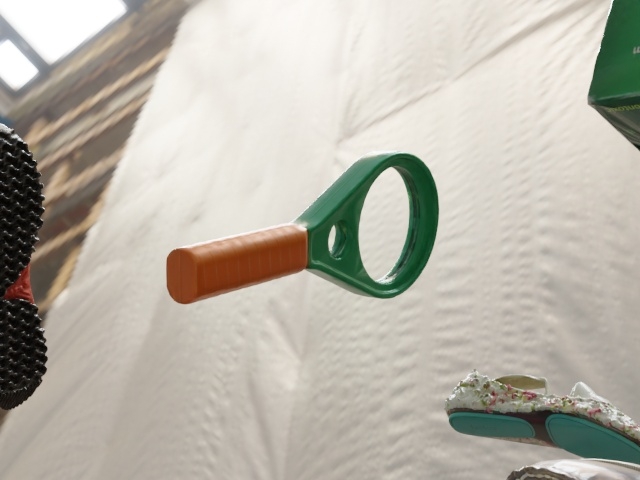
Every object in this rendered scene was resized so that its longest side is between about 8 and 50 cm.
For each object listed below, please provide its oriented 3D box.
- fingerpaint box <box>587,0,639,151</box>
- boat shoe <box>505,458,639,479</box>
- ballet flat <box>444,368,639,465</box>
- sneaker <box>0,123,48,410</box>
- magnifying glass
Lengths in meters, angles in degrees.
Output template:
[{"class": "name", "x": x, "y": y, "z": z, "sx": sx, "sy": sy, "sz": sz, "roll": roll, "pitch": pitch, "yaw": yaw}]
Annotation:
[{"class": "fingerpaint box", "x": 0.446, "y": -0.074, "z": 0.632, "sx": 0.445, "sy": 0.371, "sz": 0.163, "roll": -4, "pitch": -119, "yaw": 47}, {"class": "boat shoe", "x": 0.165, "y": 0.195, "z": 0.572, "sx": 0.324, "sy": 0.097, "sz": 0.116, "roll": -138, "pitch": -116, "yaw": -66}, {"class": "ballet flat", "x": 0.253, "y": 0.186, "z": 1.232, "sx": 0.241, "sy": 0.091, "sz": 0.077, "roll": 9, "pitch": -128, "yaw": 26}, {"class": "sneaker", "x": -0.199, "y": 0.014, "z": 0.629, "sx": 0.075, "sy": 0.161, "sz": 0.057, "roll": 7, "pitch": -163, "yaw": 26}, {"class": "magnifying glass", "x": 0.000, "y": 0.000, "z": 0.645, "sx": 0.026, "sy": 0.092, "sz": 0.231, "roll": 9, "pitch": -165, "yaw": 35}]
